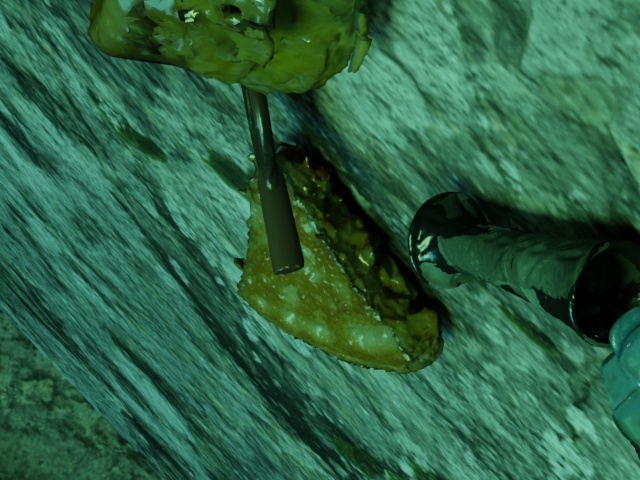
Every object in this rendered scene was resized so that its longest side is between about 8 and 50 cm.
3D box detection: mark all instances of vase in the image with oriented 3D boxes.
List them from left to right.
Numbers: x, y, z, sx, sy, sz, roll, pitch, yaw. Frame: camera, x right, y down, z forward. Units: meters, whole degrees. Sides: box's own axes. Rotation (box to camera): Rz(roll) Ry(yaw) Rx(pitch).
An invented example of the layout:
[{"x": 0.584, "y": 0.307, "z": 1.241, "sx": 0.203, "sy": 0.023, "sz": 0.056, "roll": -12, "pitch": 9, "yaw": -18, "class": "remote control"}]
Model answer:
[{"x": 0.113, "y": 0.013, "z": 1.056, "sx": 0.059, "sy": 0.059, "sz": 0.167, "roll": 56, "pitch": 163, "yaw": -25, "class": "vase"}]

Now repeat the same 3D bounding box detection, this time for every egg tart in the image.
[{"x": -0.087, "y": -0.179, "z": 1.034, "sx": 0.297, "sy": 0.132, "sz": 0.297, "roll": 44, "pitch": 158, "yaw": 23, "class": "egg tart"}]

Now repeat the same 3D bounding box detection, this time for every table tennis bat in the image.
[{"x": 0.013, "y": -0.071, "z": 1.206, "sx": 0.107, "sy": 0.119, "sz": 0.170, "roll": 95, "pitch": 164, "yaw": -78, "class": "table tennis bat"}]

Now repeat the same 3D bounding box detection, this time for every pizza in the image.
[{"x": 0.000, "y": 0.000, "z": 1.328, "sx": 0.188, "sy": 0.062, "sz": 0.199, "roll": 19, "pitch": 143, "yaw": 36, "class": "pizza"}]

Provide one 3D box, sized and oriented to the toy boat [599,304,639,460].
[{"x": 0.229, "y": 0.110, "z": 0.969, "sx": 0.215, "sy": 0.088, "sz": 0.102, "roll": 47, "pitch": -162, "yaw": 3, "class": "toy boat"}]
